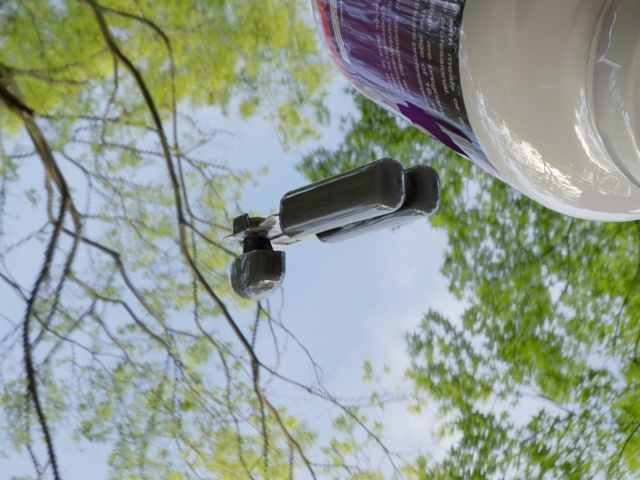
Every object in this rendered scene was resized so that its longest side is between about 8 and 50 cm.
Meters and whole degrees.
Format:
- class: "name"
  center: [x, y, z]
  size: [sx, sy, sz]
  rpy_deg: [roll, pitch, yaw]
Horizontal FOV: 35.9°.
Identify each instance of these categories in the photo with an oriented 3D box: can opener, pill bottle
- class: "can opener"
  center: [0.000, 0.000, 0.916]
  size: [0.076, 0.283, 0.095]
  rpy_deg: [8, -103, -33]
- class: "pill bottle"
  center: [0.123, -0.122, 0.529]
  size: [0.181, 0.181, 0.323]
  rpy_deg: [-33, -152, -5]
